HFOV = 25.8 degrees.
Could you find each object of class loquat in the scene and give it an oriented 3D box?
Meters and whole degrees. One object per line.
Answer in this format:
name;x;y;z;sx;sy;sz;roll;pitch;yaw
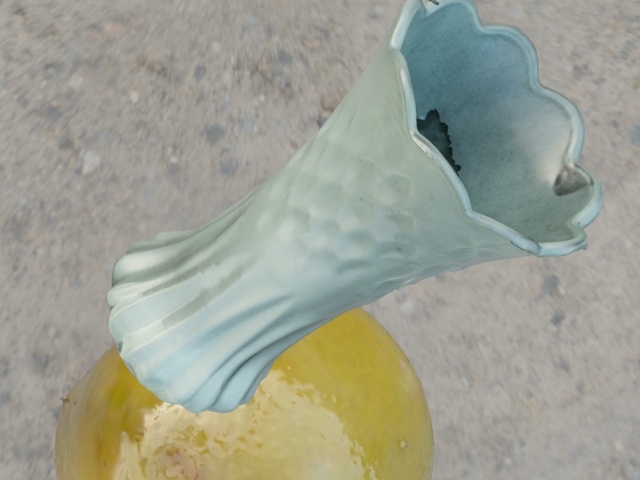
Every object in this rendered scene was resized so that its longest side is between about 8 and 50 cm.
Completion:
loquat;-0.046;0.157;0.992;0.274;0.275;0.275;-1;104;-3

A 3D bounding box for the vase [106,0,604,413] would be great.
vase;0.000;0.000;0.411;0.148;0.081;0.081;-34;106;36
